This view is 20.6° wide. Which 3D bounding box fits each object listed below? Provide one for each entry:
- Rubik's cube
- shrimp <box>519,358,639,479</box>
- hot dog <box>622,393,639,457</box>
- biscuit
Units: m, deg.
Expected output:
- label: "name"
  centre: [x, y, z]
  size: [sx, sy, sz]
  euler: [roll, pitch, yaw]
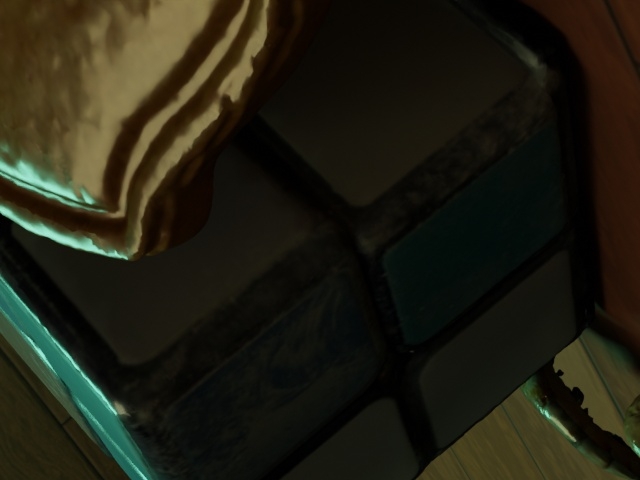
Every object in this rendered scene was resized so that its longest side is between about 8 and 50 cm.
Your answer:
- label: "Rubik's cube"
  centre: [-0.047, -0.016, 1.101]
  size: [0.316, 0.313, 0.318]
  euler: [44, 166, 31]
- label: "shrimp"
  centre: [0.185, 0.105, 1.251]
  size: [0.148, 0.035, 0.195]
  euler: [30, -157, -30]
- label: "hot dog"
  centre: [0.276, 0.160, 0.993]
  size: [0.242, 0.073, 0.084]
  euler: [45, -161, 31]
- label: "biscuit"
  centre: [-0.142, -0.212, 0.850]
  size: [0.349, 0.078, 0.455]
  euler: [-10, 94, 50]
